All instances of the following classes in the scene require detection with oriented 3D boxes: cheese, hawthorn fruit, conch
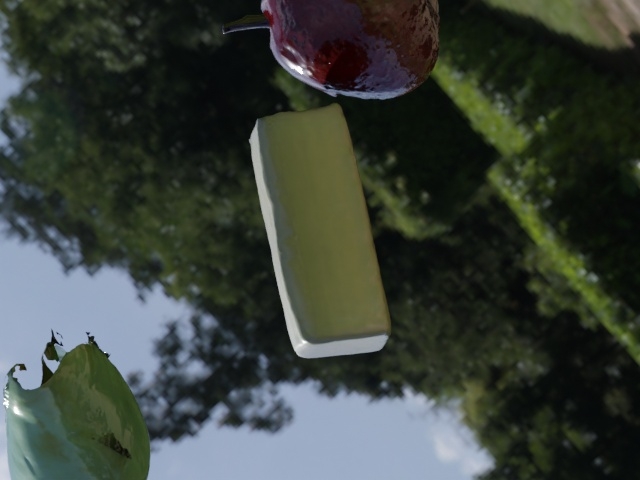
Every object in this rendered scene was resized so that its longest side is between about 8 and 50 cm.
[{"bbox_3d":[0.000,0.000,1.561,0.242,0.123,0.266,62,-164,-80],"label":"cheese"},{"bbox_3d":[0.012,-0.283,1.606,0.210,0.266,0.230,84,-178,-79],"label":"hawthorn fruit"},{"bbox_3d":[-0.235,0.167,1.263,0.137,0.143,0.251,35,140,42],"label":"conch"}]
